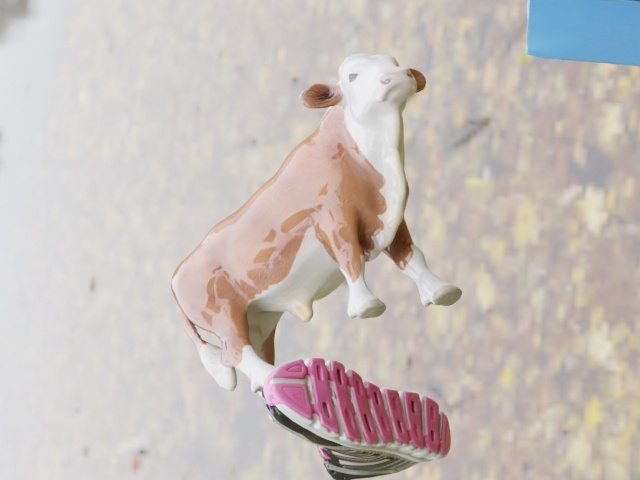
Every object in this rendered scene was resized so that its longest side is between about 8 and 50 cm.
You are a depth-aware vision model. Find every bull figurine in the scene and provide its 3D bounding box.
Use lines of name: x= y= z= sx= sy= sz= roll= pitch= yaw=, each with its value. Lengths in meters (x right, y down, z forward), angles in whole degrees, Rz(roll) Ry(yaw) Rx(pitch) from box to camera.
bull figurine: x=0.000 y=0.000 z=1.357 sx=0.310 sy=0.101 sz=0.188 roll=-44 pitch=54 yaw=35

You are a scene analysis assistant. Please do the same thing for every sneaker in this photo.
sneaker: x=0.014 y=0.132 z=1.236 sx=0.074 sy=0.170 sz=0.063 roll=-34 pitch=54 yaw=32

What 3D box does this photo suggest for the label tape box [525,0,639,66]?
label tape box: x=0.190 y=-0.158 z=0.679 sx=0.334 sy=0.240 sz=0.106 roll=85 pitch=-162 yaw=-44
